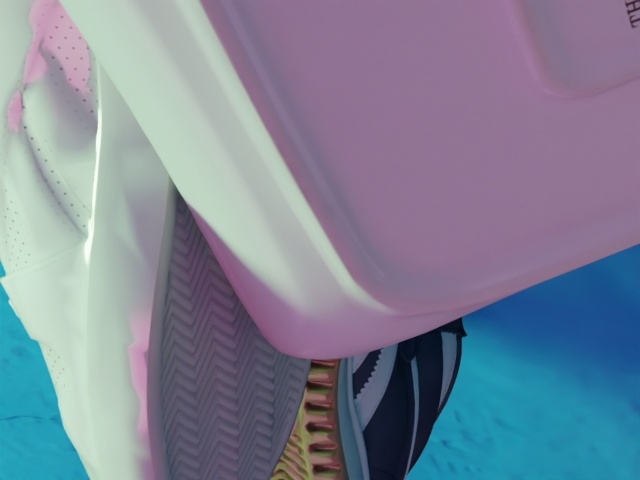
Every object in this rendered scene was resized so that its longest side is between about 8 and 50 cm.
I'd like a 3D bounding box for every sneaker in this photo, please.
[{"bbox_3d":[0.000,0.000,0.733,0.099,0.153,0.282,11,119,14],"label":"sneaker"},{"bbox_3d":[-0.094,-0.049,0.604,0.169,0.108,0.293,11,119,27],"label":"sneaker"}]

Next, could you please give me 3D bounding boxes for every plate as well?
[{"bbox_3d":[0.075,-0.081,0.475,0.278,0.045,0.277,-23,139,5],"label":"plate"}]
